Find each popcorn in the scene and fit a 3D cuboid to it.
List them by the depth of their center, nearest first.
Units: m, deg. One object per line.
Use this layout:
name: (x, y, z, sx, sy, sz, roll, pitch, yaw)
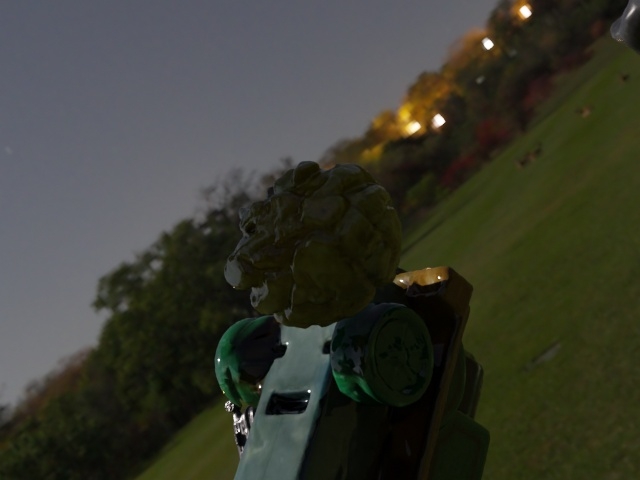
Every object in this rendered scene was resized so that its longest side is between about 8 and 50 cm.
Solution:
popcorn: (0.000, 0.000, 0.796, 0.106, 0.116, 0.120, -35, -37, -60)

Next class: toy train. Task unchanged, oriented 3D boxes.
toy train: (0.036, 0.203, 0.953, 0.178, 0.249, 0.429, -11, 52, 46)

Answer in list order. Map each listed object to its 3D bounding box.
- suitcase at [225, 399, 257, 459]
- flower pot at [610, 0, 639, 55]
suitcase: (-0.034, 0.205, 1.117, 0.059, 0.126, 0.086, -28, -24, 37)
flower pot: (0.368, -0.199, 0.831, 0.299, 0.299, 0.282, -35, -19, -44)
